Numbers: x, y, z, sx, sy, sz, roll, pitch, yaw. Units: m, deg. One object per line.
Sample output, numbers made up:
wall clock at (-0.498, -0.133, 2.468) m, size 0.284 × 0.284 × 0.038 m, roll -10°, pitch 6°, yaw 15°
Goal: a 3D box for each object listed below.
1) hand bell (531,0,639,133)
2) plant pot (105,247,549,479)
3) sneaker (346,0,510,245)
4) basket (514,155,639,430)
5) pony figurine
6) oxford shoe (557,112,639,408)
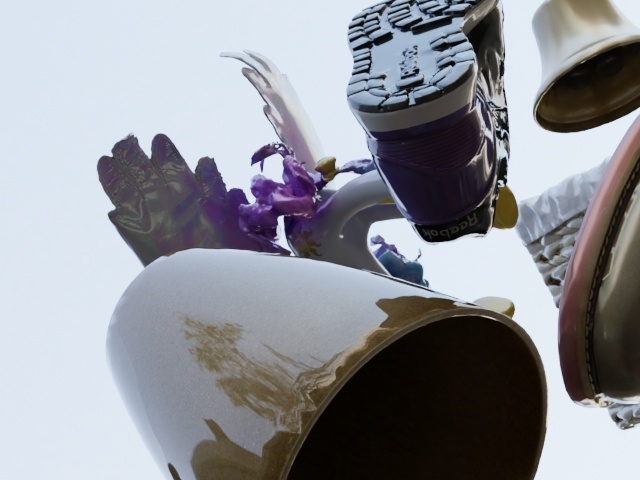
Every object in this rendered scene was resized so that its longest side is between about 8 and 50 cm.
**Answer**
hand bell at (0.187, -0.222, 1.492) m, size 0.126 × 0.126 × 0.242 m, roll 6°, pitch -125°, yaw -45°
plant pot at (-0.022, 0.103, 1.206) m, size 0.237 × 0.254 × 0.237 m, roll -22°, pitch -53°, yaw -34°
sneaker at (0.078, -0.087, 1.228) m, size 0.283 × 0.107 × 0.124 m, roll -69°, pitch -37°, yaw -63°
basket at (0.430, 0.006, 1.828) m, size 0.328 × 0.331 × 0.266 m, roll -18°, pitch -96°, yaw -26°
pony figurine at (0.000, 0.000, 1.703) m, size 0.303 × 0.363 × 0.351 m, roll -40°, pitch -67°, yaw -45°
oxford shoe at (0.248, -0.030, 0.935) m, size 0.348 × 0.130 × 0.123 m, roll -44°, pitch -47°, yaw -31°
